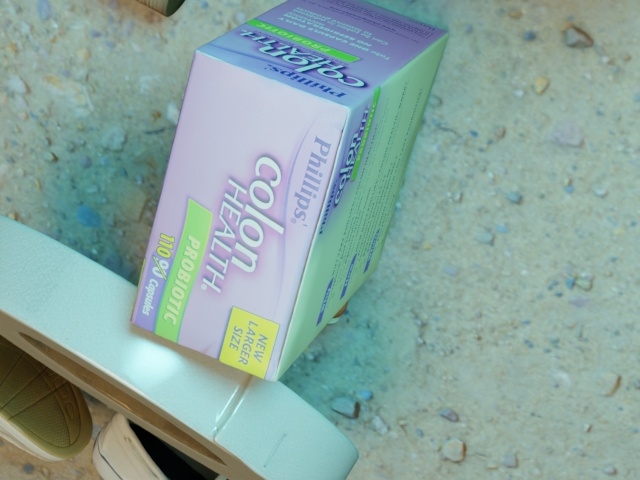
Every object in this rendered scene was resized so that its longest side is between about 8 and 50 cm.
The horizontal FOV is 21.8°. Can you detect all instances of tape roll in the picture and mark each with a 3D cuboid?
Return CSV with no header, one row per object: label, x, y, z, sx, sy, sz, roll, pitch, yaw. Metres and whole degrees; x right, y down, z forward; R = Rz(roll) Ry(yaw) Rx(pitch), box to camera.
tape roll,-0.148,0.107,1.395,0.392,0.072,0.392,31,168,7

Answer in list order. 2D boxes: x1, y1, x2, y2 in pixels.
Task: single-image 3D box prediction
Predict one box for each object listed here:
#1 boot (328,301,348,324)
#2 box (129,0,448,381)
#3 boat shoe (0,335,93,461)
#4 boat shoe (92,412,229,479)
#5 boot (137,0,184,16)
boot,0.000,0.000,1.400,0.084,0.059,0.158,-13,114,27
box,-0.018,-0.051,1.222,0.117,0.243,0.213,21,115,12
boat shoe,-0.343,0.127,1.637,0.277,0.098,0.096,42,131,7
boat shoe,-0.106,0.254,1.602,0.258,0.095,0.084,34,135,0
boot,-0.151,-0.280,1.274,0.152,0.073,0.197,34,128,7
